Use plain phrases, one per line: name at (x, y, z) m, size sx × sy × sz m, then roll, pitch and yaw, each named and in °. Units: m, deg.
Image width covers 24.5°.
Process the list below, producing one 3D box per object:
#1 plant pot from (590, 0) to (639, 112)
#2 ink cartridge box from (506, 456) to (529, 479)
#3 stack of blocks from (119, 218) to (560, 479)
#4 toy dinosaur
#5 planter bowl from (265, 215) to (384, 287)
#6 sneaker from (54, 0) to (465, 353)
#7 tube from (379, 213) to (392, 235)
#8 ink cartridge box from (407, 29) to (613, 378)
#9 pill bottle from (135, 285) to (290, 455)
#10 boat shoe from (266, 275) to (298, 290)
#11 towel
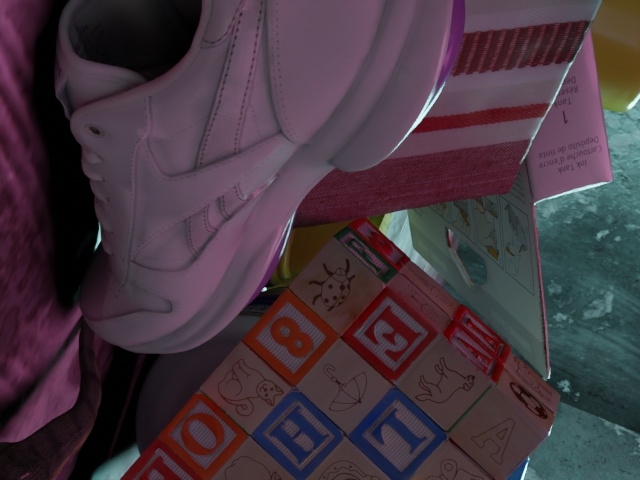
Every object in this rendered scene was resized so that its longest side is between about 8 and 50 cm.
plant pot at (0.203, -0.235, 1.340) m, size 0.254 × 0.239 × 0.254 m, roll 24°, pitch 90°, yaw -87°
ink cartridge box at (0.006, 0.320, 1.375) m, size 0.395 × 0.285 × 0.166 m, roll -57°, pitch 164°, yaw -55°
stack of blocks at (-0.014, 0.153, 0.920) m, size 0.297 × 0.171 × 0.087 m, roll -48°, pitch 176°, yaw 16°
toy dinosaur at (-0.155, 0.138, 0.709) m, size 0.268 × 0.064 × 0.118 m, roll -56°, pitch 159°, yaw -68°
planter bowl at (0.008, -0.044, 1.161) m, size 0.217 × 0.090 × 0.217 m, roll 21°, pitch 90°, yaw -81°
sneaker at (-0.065, -0.053, 0.682) m, size 0.305 × 0.152 × 0.114 m, roll -48°, pitch -148°, yaw 46°
tube at (0.072, -0.115, 1.505) m, size 0.070 × 0.062 × 0.240 m, roll 1°, pitch -111°, yaw 56°
ink cartridge box at (0.119, -0.077, 1.067) m, size 0.296 × 0.066 × 0.261 m, roll -130°, pitch -154°, yaw -67°
pill bottle at (-0.029, 0.115, 1.106) m, size 0.264 × 0.153 × 0.153 m, roll -23°, pitch 134°, yaw -77°
boat shoe at (0.000, 0.000, 1.334) m, size 0.170 × 0.063 × 0.059 m, roll -52°, pitch 167°, yaw -30°
towel at (0.038, -0.117, 0.767) m, size 0.329 × 0.237 × 0.037 m, roll 110°, pitch -35°, yaw -52°
